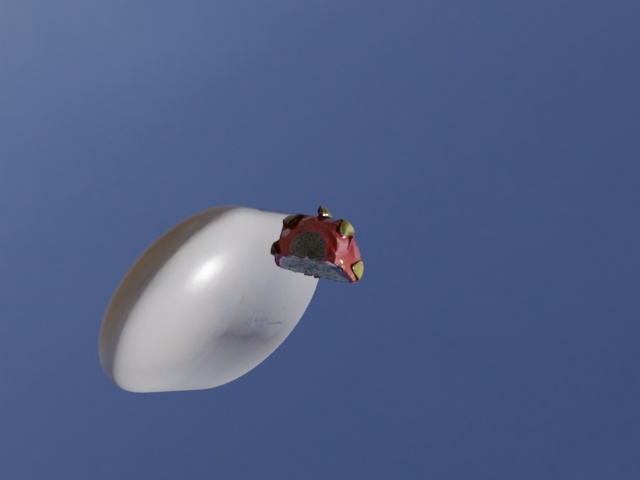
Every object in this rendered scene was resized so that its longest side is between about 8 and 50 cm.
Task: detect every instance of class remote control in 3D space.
[{"bbox_3d":[-0.106,0.061,1.867,0.103,0.332,0.221,42,-76,22],"label":"remote control"}]

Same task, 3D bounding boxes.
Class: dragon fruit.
[{"bbox_3d":[0.000,0.000,1.674,0.083,0.056,0.060,13,-113,13],"label":"dragon fruit"}]
